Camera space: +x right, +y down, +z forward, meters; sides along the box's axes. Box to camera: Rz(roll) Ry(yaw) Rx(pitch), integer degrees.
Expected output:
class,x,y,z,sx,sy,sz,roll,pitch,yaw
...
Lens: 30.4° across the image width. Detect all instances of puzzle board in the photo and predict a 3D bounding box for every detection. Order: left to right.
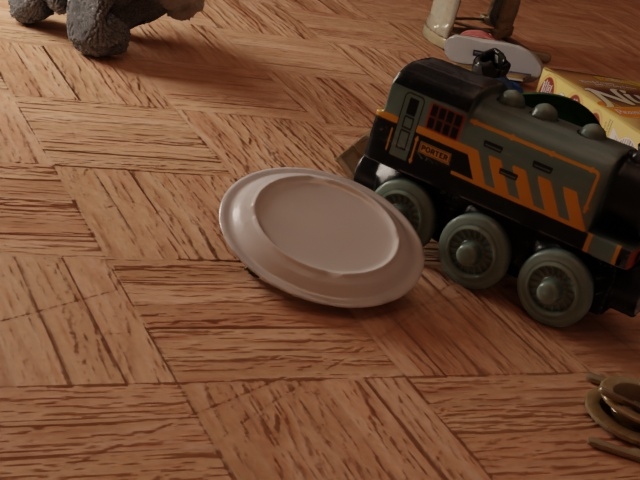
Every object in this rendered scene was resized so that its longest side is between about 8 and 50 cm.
class,x,y,z,sx,sy,sz,roll,pitch,yaw
puzzle board,0.281,-0.278,1.961,0.128,0.011,0.096,11,15,16

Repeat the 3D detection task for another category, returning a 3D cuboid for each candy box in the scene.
class,x,y,z,sx,sy,sz,roll,pitch,yaw
candy box,0.460,-0.153,1.714,0.183,0.087,0.316,5,25,-22

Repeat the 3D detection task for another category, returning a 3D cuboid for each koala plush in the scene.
class,x,y,z,sx,sy,sz,roll,pitch,yaw
koala plush,-0.275,-0.362,1.632,0.196,0.203,0.221,29,15,29

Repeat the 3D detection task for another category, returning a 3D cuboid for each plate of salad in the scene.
class,x,y,z,sx,sy,sz,roll,pitch,yaw
plate of salad,0.000,0.000,1.109,0.200,0.048,0.200,12,39,-10

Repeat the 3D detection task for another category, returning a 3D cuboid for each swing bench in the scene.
class,x,y,z,sx,sy,sz,roll,pitch,yaw
swing bench,0.321,-0.485,2.179,0.254,0.253,0.165,3,25,-28

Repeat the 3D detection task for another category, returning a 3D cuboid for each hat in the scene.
class,x,y,z,sx,sy,sz,roll,pitch,yaw
hat,0.244,-0.053,1.359,0.173,0.208,0.183,-16,53,25

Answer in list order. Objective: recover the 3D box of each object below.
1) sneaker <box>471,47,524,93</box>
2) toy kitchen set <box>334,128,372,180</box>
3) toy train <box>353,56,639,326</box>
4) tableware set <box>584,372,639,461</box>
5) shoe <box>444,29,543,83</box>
class,x,y,z,sx,sy,sz,roll,pitch,yaw
sneaker,0.281,-0.257,1.843,0.058,0.084,0.152,32,28,35
toy kitchen set,0.058,-0.087,1.392,0.083,0.075,0.068,-39,94,-25
toy train,0.188,-0.051,1.172,0.334,0.190,0.142,26,26,25
tableware set,0.319,0.152,0.981,0.194,0.039,0.128,17,23,5
shoe,0.309,-0.324,2.043,0.178,0.063,0.081,19,28,20
